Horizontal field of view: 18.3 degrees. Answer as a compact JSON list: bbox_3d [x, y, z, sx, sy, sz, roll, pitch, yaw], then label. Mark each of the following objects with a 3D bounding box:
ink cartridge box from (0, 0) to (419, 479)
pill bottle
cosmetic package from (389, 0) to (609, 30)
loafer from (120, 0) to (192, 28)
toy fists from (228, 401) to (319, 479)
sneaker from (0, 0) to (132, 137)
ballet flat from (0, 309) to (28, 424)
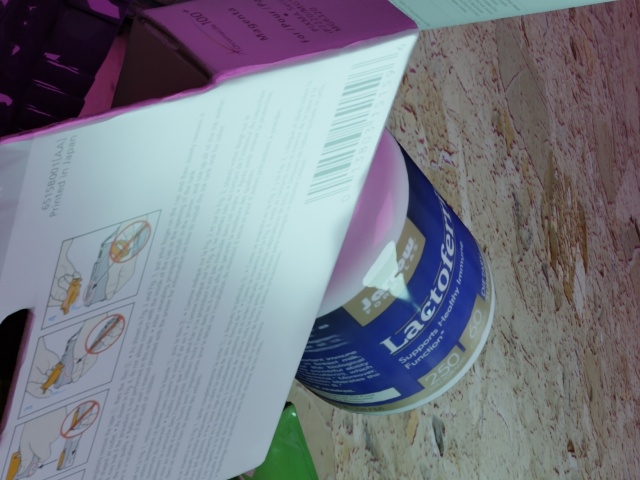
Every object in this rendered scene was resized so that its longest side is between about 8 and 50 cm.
[{"bbox_3d":[-0.092,0.024,0.879,0.239,0.060,0.275,-18,139,-41],"label":"ink cartridge box"},{"bbox_3d":[0.000,0.000,1.233,0.265,0.153,0.153,45,44,-58],"label":"pill bottle"},{"bbox_3d":[0.185,-0.286,1.477,0.155,0.366,0.197,32,56,-63],"label":"cosmetic package"},{"bbox_3d":[-0.112,-0.163,1.119,0.096,0.084,0.267,58,10,18],"label":"loafer"},{"bbox_3d":[-0.073,0.191,1.088,0.279,0.096,0.142,-24,97,-66],"label":"toy fists"},{"bbox_3d":[-0.160,-0.089,0.842,0.112,0.131,0.319,32,91,-34],"label":"sneaker"},{"bbox_3d":[-0.144,0.063,0.984,0.203,0.074,0.074,47,42,-66],"label":"ballet flat"}]
